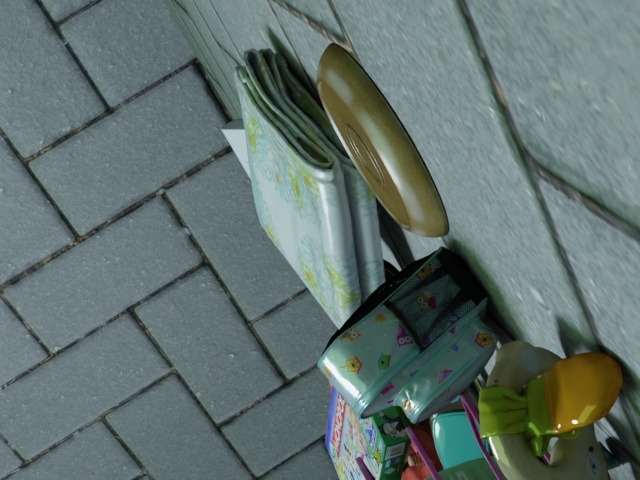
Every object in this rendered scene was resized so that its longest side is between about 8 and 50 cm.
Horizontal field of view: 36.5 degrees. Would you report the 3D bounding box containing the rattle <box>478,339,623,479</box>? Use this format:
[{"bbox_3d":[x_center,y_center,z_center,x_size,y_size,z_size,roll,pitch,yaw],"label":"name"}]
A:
[{"bbox_3d":[0.235,0.159,0.796,0.200,0.143,0.130,44,-146,-19],"label":"rattle"}]

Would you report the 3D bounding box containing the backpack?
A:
[{"bbox_3d":[0.096,0.118,1.054,0.144,0.188,0.166,57,175,15],"label":"backpack"}]

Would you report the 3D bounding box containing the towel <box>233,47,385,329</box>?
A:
[{"bbox_3d":[-0.017,-0.054,1.397,0.320,0.090,0.374,55,163,43],"label":"towel"}]

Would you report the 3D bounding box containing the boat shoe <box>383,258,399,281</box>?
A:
[{"bbox_3d":[0.129,0.112,1.516,0.207,0.073,0.073,52,178,-30],"label":"boat shoe"}]

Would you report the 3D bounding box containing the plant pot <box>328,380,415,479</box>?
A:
[{"bbox_3d":[0.141,0.329,1.884,0.275,0.275,0.243,-128,18,-60],"label":"plant pot"}]

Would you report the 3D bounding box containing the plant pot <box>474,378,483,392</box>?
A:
[{"bbox_3d":[0.195,0.224,1.466,0.083,0.079,0.083,57,176,6],"label":"plant pot"}]

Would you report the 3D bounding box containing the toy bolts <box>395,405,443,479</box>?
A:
[{"bbox_3d":[0.187,0.273,1.570,0.228,0.158,0.218,-127,29,-57],"label":"toy bolts"}]

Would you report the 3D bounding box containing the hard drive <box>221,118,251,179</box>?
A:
[{"bbox_3d":[-0.043,-0.078,1.881,0.233,0.047,0.353,10,134,58],"label":"hard drive"}]

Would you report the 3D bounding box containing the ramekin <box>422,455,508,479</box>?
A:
[{"bbox_3d":[0.212,0.429,1.334,0.303,0.303,0.148,63,-178,-51],"label":"ramekin"}]

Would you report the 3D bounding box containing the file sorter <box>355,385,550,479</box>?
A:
[{"bbox_3d":[0.155,0.308,1.102,0.182,0.291,0.202,59,178,36],"label":"file sorter"}]

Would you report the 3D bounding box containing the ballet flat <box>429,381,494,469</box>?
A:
[{"bbox_3d":[0.195,0.218,1.367,0.096,0.095,0.280,-48,-55,-49],"label":"ballet flat"}]

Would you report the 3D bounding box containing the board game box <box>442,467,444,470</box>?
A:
[{"bbox_3d":[0.196,0.425,1.719,0.136,0.035,0.201,-89,10,-68],"label":"board game box"}]

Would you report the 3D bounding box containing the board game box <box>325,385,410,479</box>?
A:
[{"bbox_3d":[0.073,0.338,1.637,0.317,0.046,0.213,95,156,-46],"label":"board game box"}]

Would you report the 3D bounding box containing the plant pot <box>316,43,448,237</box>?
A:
[{"bbox_3d":[0.057,-0.097,1.029,0.236,0.032,0.236,58,177,5],"label":"plant pot"}]
